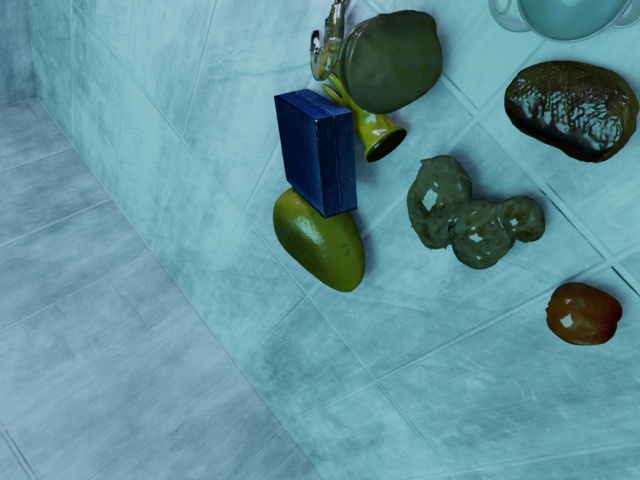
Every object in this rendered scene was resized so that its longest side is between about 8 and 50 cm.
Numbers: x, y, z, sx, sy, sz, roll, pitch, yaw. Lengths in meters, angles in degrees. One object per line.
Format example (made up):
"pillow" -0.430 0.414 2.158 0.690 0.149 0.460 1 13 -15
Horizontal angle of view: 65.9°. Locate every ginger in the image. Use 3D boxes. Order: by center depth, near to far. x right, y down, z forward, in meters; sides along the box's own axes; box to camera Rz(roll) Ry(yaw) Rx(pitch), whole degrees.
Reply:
"ginger" 0.335 -0.048 1.110 0.304 0.155 0.244 28 129 22

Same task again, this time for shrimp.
"shrimp" 0.011 -0.489 1.177 0.150 0.051 0.217 27 107 63

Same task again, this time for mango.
"mango" 0.000 0.000 1.483 0.253 0.182 0.364 -28 94 53

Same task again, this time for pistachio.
"pistachio" 0.134 -0.355 1.007 0.163 0.261 0.212 36 131 41

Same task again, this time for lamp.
"lamp" 0.386 -0.411 0.799 0.246 0.108 0.179 11 120 45

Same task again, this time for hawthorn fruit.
"hawthorn fruit" 0.545 0.157 1.024 0.138 0.133 0.132 6 121 34

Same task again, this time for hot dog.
"hot dog" 0.440 -0.229 0.878 0.227 0.099 0.160 38 140 26

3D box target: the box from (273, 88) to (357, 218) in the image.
"box" -0.011 -0.238 1.306 0.279 0.116 0.261 -131 30 -53

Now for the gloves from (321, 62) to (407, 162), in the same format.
"gloves" 0.081 -0.343 1.215 0.294 0.116 0.133 57 136 12
